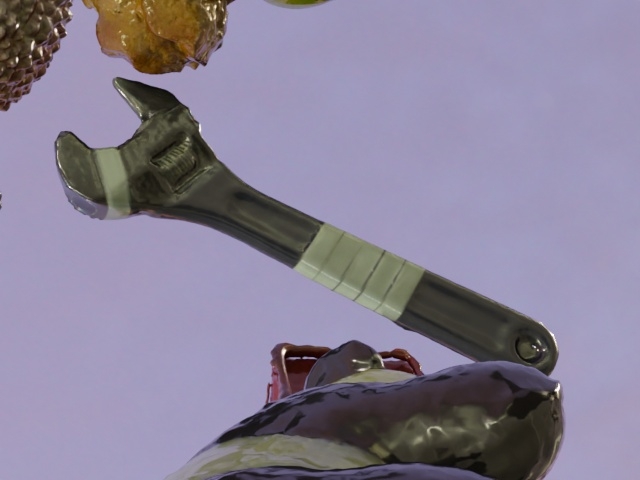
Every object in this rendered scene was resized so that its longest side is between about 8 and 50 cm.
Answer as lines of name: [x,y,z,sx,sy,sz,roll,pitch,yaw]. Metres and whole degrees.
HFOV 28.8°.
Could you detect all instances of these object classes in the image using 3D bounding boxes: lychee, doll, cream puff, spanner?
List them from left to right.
lychee: [-0.267,-0.167,0.900,0.197,0.165,0.165,-43,-49,-16]
cream puff: [-0.084,-0.152,0.717,0.094,0.116,0.122,45,-136,-19]
spanner: [0.000,0.000,0.715,0.315,0.024,0.087,25,-118,-8]
doll: [0.008,0.110,0.400,0.234,0.135,0.144,-30,-53,-66]

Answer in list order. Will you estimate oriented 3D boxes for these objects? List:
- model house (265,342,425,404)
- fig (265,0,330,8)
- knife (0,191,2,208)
model house: [0.023,0.254,1.196,0.160,0.196,0.254,0,-60,-14]
fig: [-0.017,-0.215,0.972,0.074,0.088,0.074,-60,-6,-11]
knife: [-0.337,-0.079,1.187,0.121,0.031,0.018,54,-146,0]
